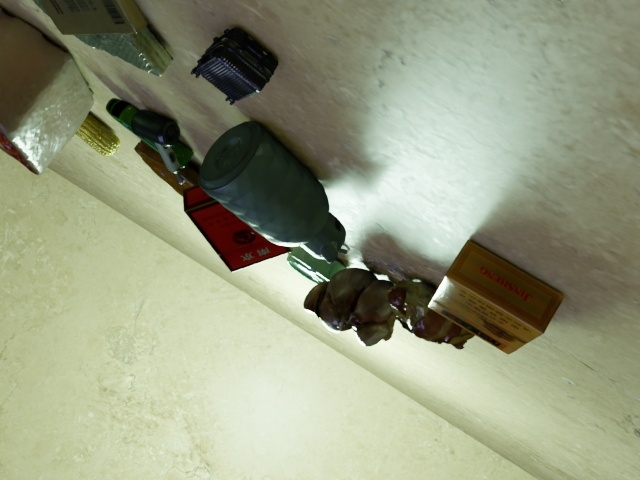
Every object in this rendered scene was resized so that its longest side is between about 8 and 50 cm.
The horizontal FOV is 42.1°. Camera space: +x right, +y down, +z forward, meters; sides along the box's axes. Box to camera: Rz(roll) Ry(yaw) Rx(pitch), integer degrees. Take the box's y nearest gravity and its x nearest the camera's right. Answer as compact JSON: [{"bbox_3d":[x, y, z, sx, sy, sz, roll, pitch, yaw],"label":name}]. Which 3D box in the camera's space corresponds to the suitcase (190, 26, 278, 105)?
[{"bbox_3d":[-0.115,-0.233,1.116,0.086,0.059,0.126,36,168,-20],"label":"suitcase"}]

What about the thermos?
[{"bbox_3d":[-0.072,-0.078,1.458,0.286,0.145,0.182,41,-162,-37],"label":"thermos"}]

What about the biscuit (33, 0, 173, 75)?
[{"bbox_3d":[-0.360,-0.348,1.309,0.252,0.052,0.150,28,167,27],"label":"biscuit"}]

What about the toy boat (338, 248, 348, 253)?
[{"bbox_3d":[0.000,0.000,1.818,0.122,0.034,0.096,37,173,-26],"label":"toy boat"}]

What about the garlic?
[{"bbox_3d":[0.073,0.134,1.870,0.214,0.160,0.191,31,-176,27],"label":"garlic"}]

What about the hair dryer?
[{"bbox_3d":[-0.321,-0.187,1.761,0.100,0.057,0.198,26,153,33],"label":"hair dryer"}]

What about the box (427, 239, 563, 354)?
[{"bbox_3d":[0.284,0.103,1.395,0.174,0.076,0.274,32,168,9],"label":"box"}]

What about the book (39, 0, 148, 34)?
[{"bbox_3d":[-0.344,-0.359,1.154,0.230,0.026,0.161,14,142,46],"label":"book"}]

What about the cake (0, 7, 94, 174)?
[{"bbox_3d":[-0.650,-0.314,1.767,0.237,0.230,0.309,30,168,4],"label":"cake"}]

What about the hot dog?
[{"bbox_3d":[0.224,0.160,1.709,0.213,0.103,0.146,36,167,-18],"label":"hot dog"}]

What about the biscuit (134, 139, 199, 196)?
[{"bbox_3d":[-0.324,-0.144,2.040,0.257,0.049,0.273,30,167,28],"label":"biscuit"}]

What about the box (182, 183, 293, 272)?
[{"bbox_3d":[-0.171,-0.039,1.753,0.240,0.153,0.074,60,-169,-51],"label":"box"}]

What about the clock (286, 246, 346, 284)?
[{"bbox_3d":[-0.016,0.060,2.033,0.148,0.060,0.188,33,169,-4],"label":"clock"}]

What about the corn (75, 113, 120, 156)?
[{"bbox_3d":[-0.599,-0.291,2.119,0.203,0.072,0.072,41,166,-29],"label":"corn"}]

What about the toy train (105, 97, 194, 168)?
[{"bbox_3d":[-0.371,-0.236,1.800,0.209,0.044,0.042,37,168,-20],"label":"toy train"}]
